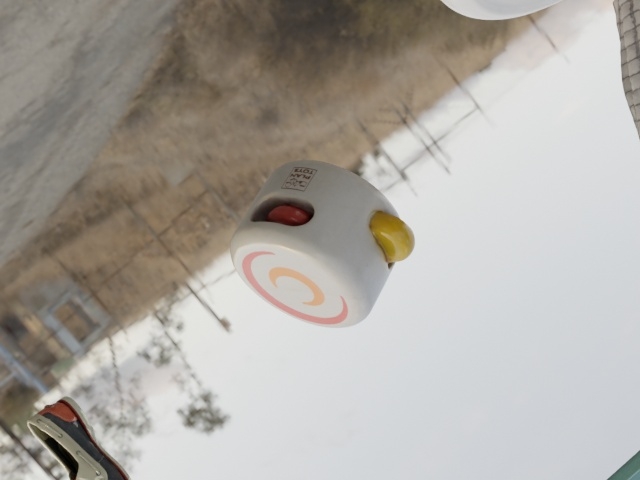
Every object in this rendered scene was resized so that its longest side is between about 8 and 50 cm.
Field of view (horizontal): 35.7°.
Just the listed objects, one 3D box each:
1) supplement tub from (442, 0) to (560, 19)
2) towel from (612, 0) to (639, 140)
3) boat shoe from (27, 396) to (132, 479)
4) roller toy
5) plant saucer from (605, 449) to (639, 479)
[{"bbox_3d":[0.115,-0.320,0.737,0.191,0.272,0.191,-21,156,-10],"label":"supplement tub"},{"bbox_3d":[0.407,-0.203,0.945,0.235,0.121,0.284,-29,-125,45],"label":"towel"},{"bbox_3d":[-0.212,0.206,0.900,0.043,0.137,0.049,-31,174,-47],"label":"boat shoe"},{"bbox_3d":[0.000,0.000,1.224,0.146,0.191,0.209,-61,-174,-28],"label":"roller toy"},{"bbox_3d":[0.349,0.236,1.022,0.192,0.067,0.018,-55,-160,34],"label":"plant saucer"}]
